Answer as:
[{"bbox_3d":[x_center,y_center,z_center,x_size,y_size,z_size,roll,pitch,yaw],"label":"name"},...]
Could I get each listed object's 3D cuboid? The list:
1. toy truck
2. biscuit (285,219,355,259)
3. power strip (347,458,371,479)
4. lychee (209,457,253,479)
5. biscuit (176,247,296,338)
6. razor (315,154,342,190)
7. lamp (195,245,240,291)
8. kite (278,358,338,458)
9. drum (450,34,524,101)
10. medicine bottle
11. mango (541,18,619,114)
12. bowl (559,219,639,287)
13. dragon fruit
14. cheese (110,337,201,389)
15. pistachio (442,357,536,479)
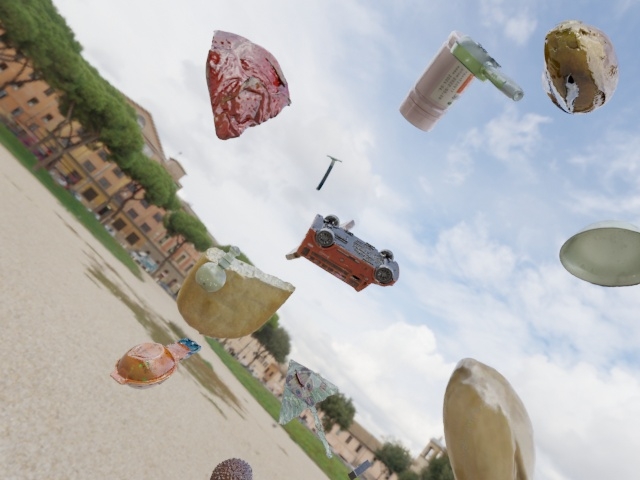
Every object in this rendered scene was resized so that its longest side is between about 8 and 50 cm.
[{"bbox_3d":[0.072,0.042,1.088,0.253,0.114,0.107,33,26,-5],"label":"toy truck"},{"bbox_3d":[0.001,0.000,1.997,0.046,0.359,0.359,63,-21,-6],"label":"biscuit"},{"bbox_3d":[0.140,0.820,1.549,0.111,0.038,0.029,5,45,-55],"label":"power strip"},{"bbox_3d":[-0.248,0.675,1.213,0.129,0.123,0.123,-18,-59,31],"label":"lychee"},{"bbox_3d":[-0.407,0.262,1.895,0.429,0.446,0.104,34,19,-28],"label":"biscuit"},{"bbox_3d":[0.021,-0.264,1.763,0.068,0.037,0.191,22,-44,-10],"label":"razor"},{"bbox_3d":[-0.308,0.081,1.332,0.091,0.163,0.091,38,-10,8],"label":"lamp"},{"bbox_3d":[-0.021,0.410,1.073,0.012,0.229,0.250,-36,-109,37],"label":"kite"},{"bbox_3d":[0.345,-0.373,0.919,0.130,0.049,0.253,35,27,-18],"label":"drum"},{"bbox_3d":[0.342,-0.442,1.221,0.133,0.133,0.249,43,-53,6],"label":"medicine bottle"},{"bbox_3d":[0.526,-0.356,0.895,0.249,0.151,0.156,17,13,-44],"label":"mango"},{"bbox_3d":[1.041,0.018,1.553,0.314,0.146,0.313,21,-35,16],"label":"bowl"},{"bbox_3d":[-0.248,-0.437,1.363,0.302,0.330,0.240,20,-26,-13],"label":"dragon fruit"},{"bbox_3d":[-0.582,0.429,1.555,0.217,0.329,0.129,20,-69,28],"label":"cheese"},{"bbox_3d":[0.321,0.378,0.846,0.181,0.162,0.292,152,-72,-73],"label":"pistachio"}]
